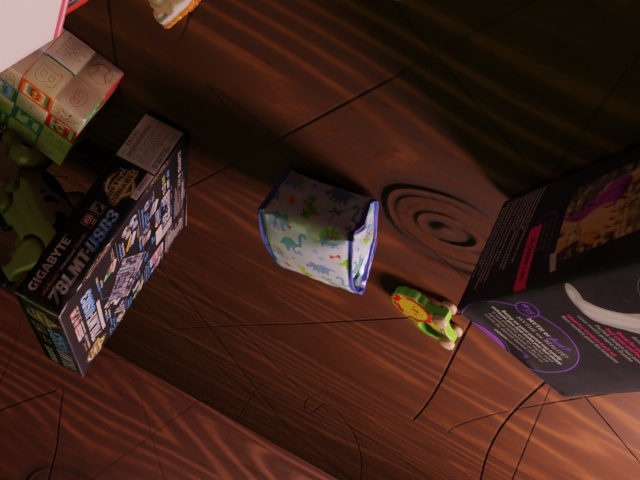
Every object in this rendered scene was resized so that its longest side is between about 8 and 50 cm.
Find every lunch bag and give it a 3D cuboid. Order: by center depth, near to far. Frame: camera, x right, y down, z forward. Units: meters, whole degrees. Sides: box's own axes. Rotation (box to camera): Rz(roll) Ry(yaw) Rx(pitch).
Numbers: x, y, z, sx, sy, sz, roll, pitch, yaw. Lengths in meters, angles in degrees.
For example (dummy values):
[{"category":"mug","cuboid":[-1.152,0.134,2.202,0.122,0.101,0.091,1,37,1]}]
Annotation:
[{"category":"lunch bag","cuboid":[0.000,0.000,0.932,0.129,0.096,0.151,20,143,18]}]

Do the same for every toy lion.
[{"category":"toy lion","cuboid":[0.145,0.103,1.044,0.096,0.034,0.100,21,154,32]}]

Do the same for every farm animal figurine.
[{"category":"farm animal figurine","cuboid":[-0.440,-0.078,1.065,0.327,0.172,0.330,54,-166,-9]}]

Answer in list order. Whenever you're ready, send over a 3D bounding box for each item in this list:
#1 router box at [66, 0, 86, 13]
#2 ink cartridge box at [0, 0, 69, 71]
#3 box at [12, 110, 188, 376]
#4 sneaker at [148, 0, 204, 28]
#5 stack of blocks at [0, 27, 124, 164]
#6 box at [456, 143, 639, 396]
[{"category":"router box","cuboid":[-0.268,-0.353,0.497,0.335,0.082,0.301,48,155,-7]},{"category":"ink cartridge box","cuboid":[-0.269,-0.229,0.483,0.218,0.092,0.158,51,155,-8]},{"category":"box","cuboid":[-0.285,0.016,1.026,0.073,0.293,0.295,29,154,3]},{"category":"sneaker","cuboid":[-0.106,-0.254,0.574,0.121,0.099,0.262,51,156,-18]},{"category":"stack of blocks","cuboid":[-0.412,-0.241,0.934,0.297,0.087,0.171,38,153,-16]},{"category":"box","cuboid":[0.278,0.027,0.641,0.165,0.143,0.270,38,152,-15]}]
